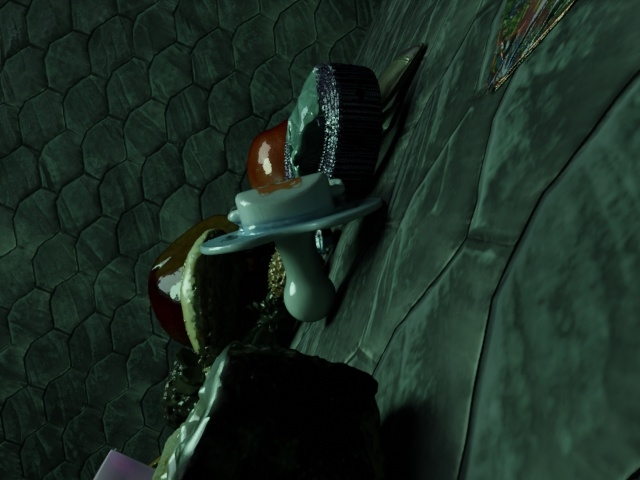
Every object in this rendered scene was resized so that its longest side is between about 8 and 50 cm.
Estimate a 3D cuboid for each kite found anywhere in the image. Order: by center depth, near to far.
[{"bbox_3d":[0.218,-0.240,0.589,0.183,0.014,0.241,-62,7,20],"label":"kite"}]

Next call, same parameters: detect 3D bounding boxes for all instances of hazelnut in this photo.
[{"bbox_3d":[-0.307,0.136,1.716,0.429,0.402,0.402,-44,1,-18],"label":"hazelnut"}]

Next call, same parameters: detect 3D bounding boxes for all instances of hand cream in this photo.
[{"bbox_3d":[0.111,-0.234,1.173,0.067,0.042,0.194,-59,11,-17],"label":"hand cream"}]

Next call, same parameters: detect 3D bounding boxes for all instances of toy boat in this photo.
[{"bbox_3d":[0.000,0.000,1.176,0.137,0.060,0.061,-140,49,-81],"label":"toy boat"}]

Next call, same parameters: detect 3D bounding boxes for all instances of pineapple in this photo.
[{"bbox_3d":[-0.088,0.138,1.139,0.277,0.119,0.130,-61,-20,14],"label":"pineapple"}]

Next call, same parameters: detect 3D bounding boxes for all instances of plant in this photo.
[{"bbox_3d":[-0.344,0.421,1.616,0.213,0.215,0.312,-80,11,-48],"label":"plant"}]

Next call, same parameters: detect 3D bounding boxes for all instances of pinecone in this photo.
[{"bbox_3d":[-0.101,0.002,1.338,0.229,0.201,0.202,-48,12,-16],"label":"pinecone"}]

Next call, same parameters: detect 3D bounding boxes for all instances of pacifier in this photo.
[{"bbox_3d":[-0.035,0.018,0.904,0.244,0.299,0.233,-61,-43,-85],"label":"pacifier"}]

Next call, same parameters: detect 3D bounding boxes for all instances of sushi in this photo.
[{"bbox_3d":[-0.068,0.248,0.478,0.211,0.170,0.350,-81,17,-68],"label":"sushi"}]

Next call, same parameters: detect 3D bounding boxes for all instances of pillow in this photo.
[{"bbox_3d":[0.130,-0.308,1.146,0.233,0.038,0.130,-55,18,1],"label":"pillow"}]

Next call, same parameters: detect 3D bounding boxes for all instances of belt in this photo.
[{"bbox_3d":[0.015,-0.191,1.089,0.325,0.122,0.260,110,150,-43],"label":"belt"}]

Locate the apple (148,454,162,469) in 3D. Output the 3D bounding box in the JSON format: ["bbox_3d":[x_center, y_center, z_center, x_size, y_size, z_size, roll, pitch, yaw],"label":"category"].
[{"bbox_3d":[-0.313,0.569,1.108,0.346,0.179,0.254,-59,-37,-31],"label":"apple"}]

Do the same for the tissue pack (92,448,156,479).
[{"bbox_3d":[-0.294,0.486,0.963,0.092,0.246,0.148,-59,9,15],"label":"tissue pack"}]

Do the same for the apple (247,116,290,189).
[{"bbox_3d":[-0.063,-0.201,1.444,0.260,0.216,0.260,-23,-1,0],"label":"apple"}]

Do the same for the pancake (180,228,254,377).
[{"bbox_3d":[-0.223,0.151,1.263,0.382,0.071,0.382,-8,-90,-82],"label":"pancake"}]

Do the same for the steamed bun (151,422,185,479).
[{"bbox_3d":[-0.183,0.382,0.923,0.211,0.144,0.218,-41,21,34],"label":"steamed bun"}]
